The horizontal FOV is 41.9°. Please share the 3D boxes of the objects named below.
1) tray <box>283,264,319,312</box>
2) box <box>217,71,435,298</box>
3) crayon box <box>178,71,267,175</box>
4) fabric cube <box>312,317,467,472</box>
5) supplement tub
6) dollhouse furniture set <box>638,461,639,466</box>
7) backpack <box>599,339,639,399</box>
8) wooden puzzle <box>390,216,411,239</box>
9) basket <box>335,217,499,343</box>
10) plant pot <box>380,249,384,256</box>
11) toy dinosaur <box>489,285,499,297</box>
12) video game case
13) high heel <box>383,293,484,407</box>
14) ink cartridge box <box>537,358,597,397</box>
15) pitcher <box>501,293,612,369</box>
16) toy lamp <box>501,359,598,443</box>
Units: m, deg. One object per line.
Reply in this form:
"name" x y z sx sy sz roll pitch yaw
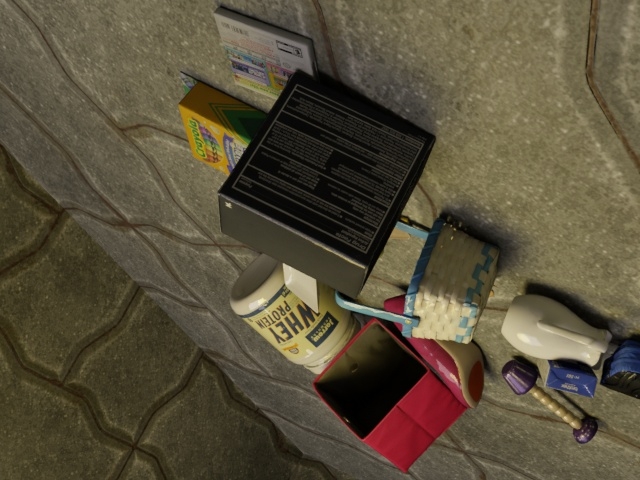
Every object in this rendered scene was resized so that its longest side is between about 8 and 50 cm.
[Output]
"tray" -0.047 0.039 2.052 0.145 0.030 0.270 36 143 41
"box" 0.007 -0.099 1.545 0.296 0.294 0.182 27 156 7
"crayon box" -0.193 -0.226 1.880 0.323 0.083 0.203 28 156 17
"fabric cube" 0.186 0.417 2.252 0.254 0.259 0.258 42 177 45
"supplement tub" -0.065 0.195 2.323 0.325 0.235 0.235 44 156 -21
"dollhouse furniture set" 0.867 0.549 1.853 0.212 0.161 0.242 97 154 -64
"backpack" 0.617 0.248 1.652 0.098 0.101 0.120 14 158 3
"wooden puzzle" 0.162 -0.033 1.856 0.116 0.014 0.078 10 142 45
"basket" 0.200 0.078 1.708 0.289 0.254 0.201 21 142 13
"plant pot" 0.107 0.008 1.940 0.083 0.083 0.079 11 160 45
"toy dinosaur" 0.341 0.106 1.852 0.093 0.053 0.183 16 157 3
"video game case" -0.095 -0.340 1.601 0.212 0.023 0.193 24 154 22
"high heel" 0.297 0.279 2.130 0.181 0.127 0.377 6 130 39
"ink cartridge box" 0.515 0.274 1.760 0.097 0.046 0.207 13 -173 9
"pitcher" 0.474 0.183 1.681 0.207 0.125 0.178 21 173 19
"toy lamp" 0.557 0.390 2.051 0.275 0.080 0.080 39 157 -12
